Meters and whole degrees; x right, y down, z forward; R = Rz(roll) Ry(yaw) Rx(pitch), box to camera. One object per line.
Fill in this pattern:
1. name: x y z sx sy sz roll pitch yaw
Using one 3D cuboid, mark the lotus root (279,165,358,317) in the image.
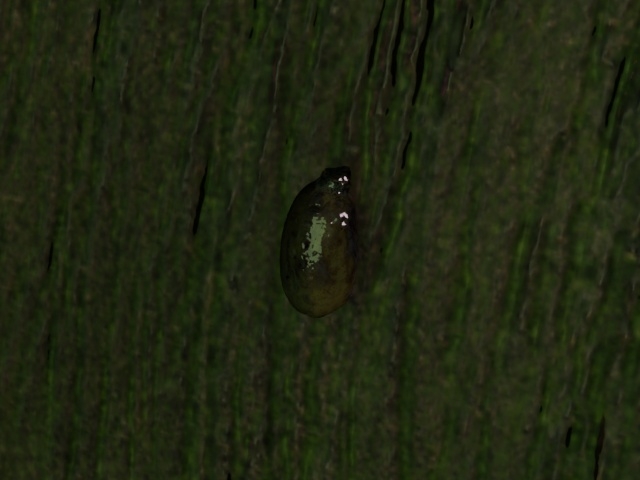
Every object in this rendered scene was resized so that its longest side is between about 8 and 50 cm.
1. lotus root: 0.000 0.000 0.966 0.049 0.054 0.099 8 105 -2
